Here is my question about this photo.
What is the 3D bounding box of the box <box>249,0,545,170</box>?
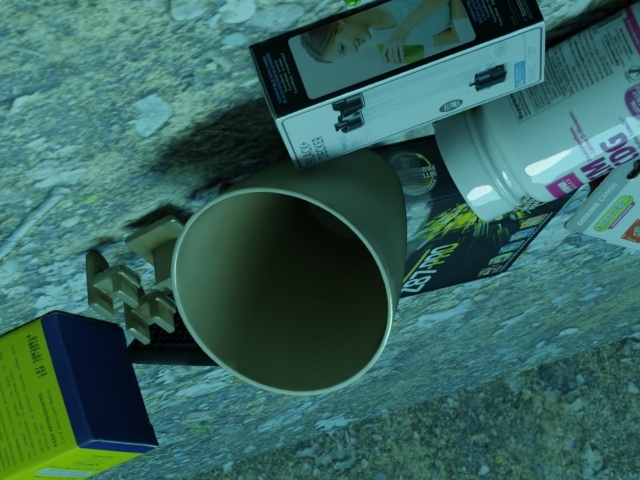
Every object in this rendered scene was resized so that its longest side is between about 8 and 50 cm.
[{"bbox_3d":[0.084,-0.182,1.704,0.290,0.087,0.169,-19,163,0],"label":"box"}]

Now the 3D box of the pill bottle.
[{"bbox_3d":[0.286,-0.143,1.896,0.283,0.160,0.160,-28,161,17],"label":"pill bottle"}]

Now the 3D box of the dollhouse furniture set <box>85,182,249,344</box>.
[{"bbox_3d":[-0.148,0.025,2.084,0.212,0.161,0.242,-26,140,20],"label":"dollhouse furniture set"}]

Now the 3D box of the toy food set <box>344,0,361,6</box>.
[{"bbox_3d":[0.030,-0.264,1.419,0.128,0.071,0.218,-13,162,-20],"label":"toy food set"}]

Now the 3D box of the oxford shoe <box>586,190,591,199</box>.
[{"bbox_3d":[0.499,-0.134,2.302,0.133,0.130,0.364,23,134,-37],"label":"oxford shoe"}]

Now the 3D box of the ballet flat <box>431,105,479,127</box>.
[{"bbox_3d":[0.194,-0.152,2.000,0.114,0.041,0.041,-22,163,6],"label":"ballet flat"}]

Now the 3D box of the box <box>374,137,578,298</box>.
[{"bbox_3d":[0.167,-0.032,2.243,0.318,0.097,0.395,-11,160,-21],"label":"box"}]

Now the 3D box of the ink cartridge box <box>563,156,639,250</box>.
[{"bbox_3d":[0.491,-0.121,2.115,0.272,0.130,0.309,13,138,-23],"label":"ink cartridge box"}]

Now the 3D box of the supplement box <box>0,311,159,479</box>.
[{"bbox_3d":[-0.447,0.265,2.326,0.357,0.194,0.195,-24,162,17],"label":"supplement box"}]

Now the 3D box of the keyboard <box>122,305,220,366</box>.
[{"bbox_3d":[-0.118,0.104,2.255,0.317,0.033,0.201,-2,-146,41],"label":"keyboard"}]

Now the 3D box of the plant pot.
[{"bbox_3d":[0.000,0.000,1.888,0.256,0.256,0.274,-30,-168,31],"label":"plant pot"}]
